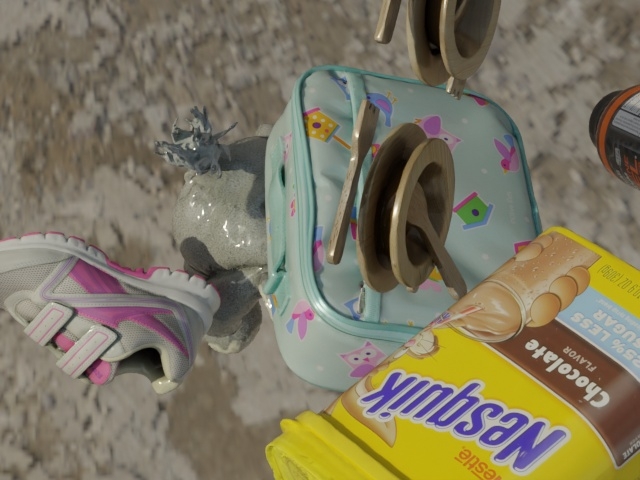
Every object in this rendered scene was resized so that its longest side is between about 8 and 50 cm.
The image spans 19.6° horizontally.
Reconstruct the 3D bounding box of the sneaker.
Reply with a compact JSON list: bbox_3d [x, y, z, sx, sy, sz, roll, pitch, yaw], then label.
[{"bbox_3d":[-0.215,0.071,1.704,0.252,0.111,0.103,14,150,-16],"label":"sneaker"}]

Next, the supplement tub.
[{"bbox_3d":[0.337,-0.092,1.794,0.106,0.198,0.106,-6,108,-19],"label":"supplement tub"}]

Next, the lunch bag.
[{"bbox_3d":[0.062,-0.005,1.473,0.224,0.279,0.108,11,140,-21],"label":"lunch bag"}]

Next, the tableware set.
[{"bbox_3d":[0.062,-0.066,0.920,0.039,0.128,0.194,11,86,23],"label":"tableware set"}]

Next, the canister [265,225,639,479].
[{"bbox_3d":[0.080,0.080,0.798,0.170,0.126,0.073,-38,135,-19],"label":"canister"}]

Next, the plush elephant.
[{"bbox_3d":[0.000,0.000,1.820,0.255,0.330,0.272,29,81,23],"label":"plush elephant"}]
